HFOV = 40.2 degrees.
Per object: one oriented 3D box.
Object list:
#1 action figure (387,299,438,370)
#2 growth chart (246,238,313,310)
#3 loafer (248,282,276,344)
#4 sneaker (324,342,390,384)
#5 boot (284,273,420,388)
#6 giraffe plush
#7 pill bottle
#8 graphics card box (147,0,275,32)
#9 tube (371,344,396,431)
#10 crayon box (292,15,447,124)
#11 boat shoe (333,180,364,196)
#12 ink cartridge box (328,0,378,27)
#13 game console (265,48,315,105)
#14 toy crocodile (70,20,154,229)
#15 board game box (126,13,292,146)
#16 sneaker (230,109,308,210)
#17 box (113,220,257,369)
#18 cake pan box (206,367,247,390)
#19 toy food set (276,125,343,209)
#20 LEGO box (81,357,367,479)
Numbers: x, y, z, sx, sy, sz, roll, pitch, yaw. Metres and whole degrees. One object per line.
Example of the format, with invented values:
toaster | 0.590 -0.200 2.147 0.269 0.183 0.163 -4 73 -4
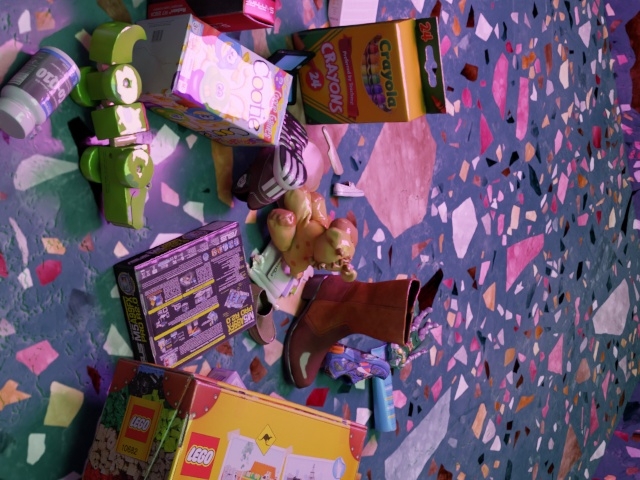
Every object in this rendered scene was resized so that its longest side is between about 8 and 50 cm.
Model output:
action figure | 0.229 0.257 2.229 0.232 0.063 0.137 -43 114 -47
growth chart | -0.067 0.034 1.870 0.237 0.021 0.172 -55 133 -33
loafer | -0.122 0.153 1.785 0.056 0.050 0.148 -46 127 -39
sneaker | 0.080 0.298 2.047 0.221 0.083 0.087 24 84 -43
boot | 0.072 0.201 1.850 0.096 0.280 0.264 41 62 -45
giraffe plush | 0.000 0.000 1.787 0.181 0.170 0.210 33 70 -50
pill bottle | -0.435 -0.224 1.329 0.078 0.078 0.137 56 51 -38
graphics card box | -0.181 -0.549 1.502 0.094 0.232 0.371 3 91 -53
tube | 0.153 0.366 2.165 0.080 0.052 0.207 -5 90 -62
crayon box | 0.099 -0.347 1.807 0.081 0.318 0.202 -28 114 -47
boat shoe | 0.066 -0.120 2.017 0.100 0.035 0.035 -1 96 -45
ink cartridge box | 0.069 -0.493 1.999 0.145 0.045 0.179 -18 125 -51
game console | -0.068 -0.335 1.799 0.122 0.107 0.071 -12 74 -52
toy crocodile | -0.329 -0.187 1.438 0.105 0.115 0.341 -19 107 -51
board game box | -0.200 -0.278 1.572 0.275 0.144 0.142 21 77 -50
sneaker | -0.114 -0.158 1.736 0.106 0.162 0.281 44 23 -23
box | -0.242 0.103 1.620 0.270 0.060 0.216 -28 115 -47
cake pan box | -0.201 0.418 1.694 0.246 0.070 0.267 -55 133 -36
toy food set | -0.045 -0.158 1.876 0.192 0.038 0.133 -33 113 -33
LEGO box | -0.165 0.450 1.534 0.500 0.193 0.373 30 71 -48
